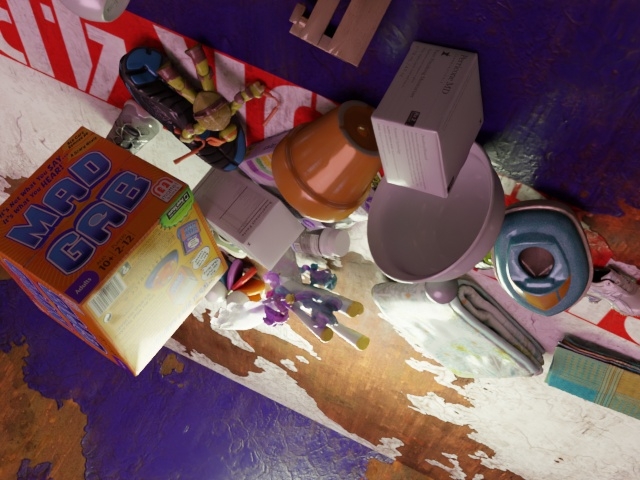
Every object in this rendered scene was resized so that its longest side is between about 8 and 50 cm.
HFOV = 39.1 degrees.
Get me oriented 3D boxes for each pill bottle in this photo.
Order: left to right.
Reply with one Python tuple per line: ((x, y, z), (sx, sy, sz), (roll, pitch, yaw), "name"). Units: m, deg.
((0.000, 0.000, 2.209), (0.137, 0.078, 0.078), (8, 148, 37), "pill bottle")

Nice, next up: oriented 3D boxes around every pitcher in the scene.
((-0.459, -0.499, 1.724), (0.207, 0.125, 0.178), (36, 177, 9), "pitcher")

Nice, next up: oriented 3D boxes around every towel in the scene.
((0.344, 0.225, 2.265), (0.374, 0.090, 0.320), (42, 151, -26), "towel")
((0.732, 0.353, 2.166), (0.370, 0.040, 0.271), (19, 154, 15), "towel")

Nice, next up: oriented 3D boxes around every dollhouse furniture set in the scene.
((0.033, -0.378, 1.526), (0.144, 0.123, 0.151), (28, -170, 2), "dollhouse furniture set")

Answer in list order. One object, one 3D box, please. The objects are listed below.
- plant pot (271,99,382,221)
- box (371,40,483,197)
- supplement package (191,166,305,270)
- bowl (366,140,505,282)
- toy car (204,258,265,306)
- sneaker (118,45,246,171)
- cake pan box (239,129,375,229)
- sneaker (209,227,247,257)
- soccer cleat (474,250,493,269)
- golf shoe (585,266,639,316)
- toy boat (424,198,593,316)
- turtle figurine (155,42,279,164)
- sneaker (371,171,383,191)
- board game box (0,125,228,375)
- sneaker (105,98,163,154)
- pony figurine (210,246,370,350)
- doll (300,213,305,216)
((0.037, -0.168, 1.745), (0.205, 0.205, 0.188), (35, 138, -12), "plant pot")
((0.185, -0.202, 1.516), (0.119, 0.181, 0.182), (16, 152, 23), "box")
((-0.180, -0.060, 2.115), (0.244, 0.139, 0.134), (34, 171, 39), "supplement package")
((0.238, -0.042, 1.689), (0.134, 0.298, 0.298), (24, 163, -39), "bowl")
((-0.245, 0.121, 2.644), (0.182, 0.159, 0.136), (25, 120, 10), "toy car")
((-0.297, -0.288, 1.964), (0.341, 0.125, 0.139), (47, 166, -22), "sneaker")
((-0.022, -0.130, 2.004), (0.267, 0.070, 0.246), (42, 154, -26), "cake pan box")
((-0.283, -0.024, 2.485), (0.192, 0.064, 0.086), (23, 147, 11), "sneaker")
((0.360, 0.036, 1.940), (0.072, 0.060, 0.179), (34, 163, -33), "soccer cleat")
((0.592, 0.096, 1.796), (0.176, 0.069, 0.086), (14, 145, 27), "golf shoe")
((0.364, 0.056, 1.754), (0.318, 0.148, 0.267), (-7, 125, 26), "toy boat")
((-0.239, -0.273, 1.829), (0.269, 0.087, 0.217), (-27, 111, 20), "turtle figurine")
((0.110, -0.128, 1.904), (0.083, 0.035, 0.031), (41, 152, -24), "sneaker")
((-0.497, 0.026, 2.119), (0.356, 0.356, 0.356), (28, 156, 26), "board game box")
((-0.463, -0.244, 2.183), (0.105, 0.115, 0.281), (34, 155, -10), "sneaker")
((-0.072, 0.144, 2.340), (0.363, 0.303, 0.351), (29, -175, 34), "pony figurine")
((-0.024, -0.116, 1.900), (0.129, 0.046, 0.189), (16, 151, 24), "doll")
